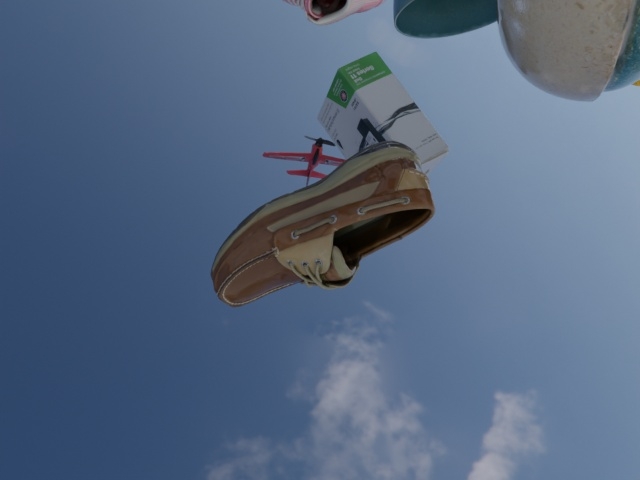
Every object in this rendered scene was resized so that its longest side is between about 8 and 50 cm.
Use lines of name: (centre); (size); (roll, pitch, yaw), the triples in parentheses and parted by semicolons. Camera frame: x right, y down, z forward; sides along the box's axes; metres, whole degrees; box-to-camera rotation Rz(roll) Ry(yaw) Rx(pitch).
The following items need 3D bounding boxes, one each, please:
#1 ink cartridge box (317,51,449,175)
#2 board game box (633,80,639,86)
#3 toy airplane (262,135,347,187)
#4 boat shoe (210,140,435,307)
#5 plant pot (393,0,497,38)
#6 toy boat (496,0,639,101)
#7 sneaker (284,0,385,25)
ink cartridge box: (0.100, -0.183, 0.932); (0.087, 0.153, 0.208); (-30, -101, -24)
board game box: (0.536, -0.233, 0.765); (0.390, 0.390, 0.050); (-58, -17, -63)
toy airplane: (-0.010, -0.113, 0.809); (0.151, 0.151, 0.028); (20, -117, -36)
boat shoe: (0.000, 0.000, 0.712); (0.324, 0.119, 0.122); (-34, -36, 14)
plant pot: (0.291, -0.594, 1.190); (0.290, 0.290, 0.195); (-7, -92, -36)
toy boat: (0.201, -0.221, 0.365); (0.318, 0.148, 0.267); (-16, -71, -70)
sneaker: (-0.009, -0.237, 0.514); (0.070, 0.134, 0.051); (-41, -39, -37)
